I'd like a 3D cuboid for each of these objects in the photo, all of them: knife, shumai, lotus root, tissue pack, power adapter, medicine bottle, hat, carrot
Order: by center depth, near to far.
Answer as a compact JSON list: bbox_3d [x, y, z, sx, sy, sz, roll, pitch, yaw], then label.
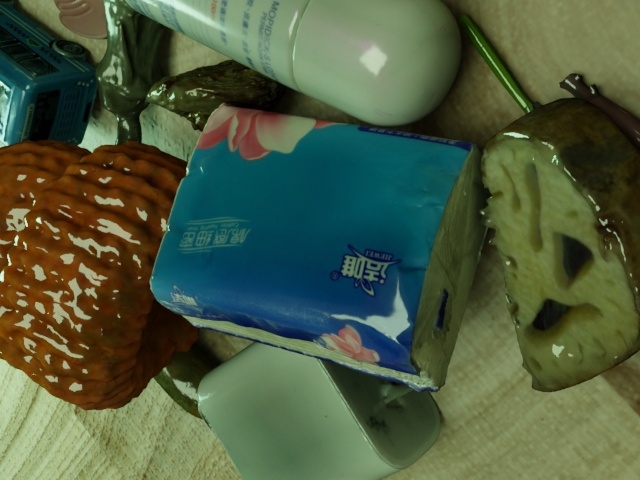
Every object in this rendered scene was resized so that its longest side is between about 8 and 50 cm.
[{"bbox_3d":[0.212,0.017,0.716,0.170,0.074,0.260,10,120,60],"label":"lotus root"},{"bbox_3d":[0.175,-0.122,0.775,0.026,0.022,0.184,-35,84,11],"label":"knife"},{"bbox_3d":[0.000,0.000,0.793,0.270,0.137,0.209,13,79,27],"label":"tissue pack"},{"bbox_3d":[-0.028,-0.213,0.819,0.341,0.130,0.130,30,120,25],"label":"medicine bottle"},{"bbox_3d":[-0.096,-0.139,0.903,0.139,0.123,0.105,-26,99,27],"label":"shumai"},{"bbox_3d":[0.016,0.159,0.918,0.255,0.124,0.187,-37,84,36],"label":"power adapter"},{"bbox_3d":[-0.301,-0.013,0.990,0.400,0.285,0.285,30,120,22],"label":"hat"},{"bbox_3d":[-0.123,0.196,1.065,0.342,0.070,0.070,41,124,15],"label":"carrot"}]

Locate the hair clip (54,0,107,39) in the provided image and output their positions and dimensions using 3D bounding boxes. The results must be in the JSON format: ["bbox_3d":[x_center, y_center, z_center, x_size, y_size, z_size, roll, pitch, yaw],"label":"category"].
[{"bbox_3d":[-0.281,-0.290,0.991,0.123,0.102,0.138,-19,94,41],"label":"hair clip"}]

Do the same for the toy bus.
[{"bbox_3d":[-0.393,-0.213,1.075,0.246,0.134,0.113,37,122,19],"label":"toy bus"}]

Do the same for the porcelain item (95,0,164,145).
[{"bbox_3d":[-0.211,-0.193,0.985,0.069,0.081,0.215,30,121,33],"label":"porcelain item"}]

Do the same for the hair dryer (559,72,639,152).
[{"bbox_3d":[0.250,-0.076,0.730,0.106,0.054,0.154,-44,68,43],"label":"hair dryer"}]
